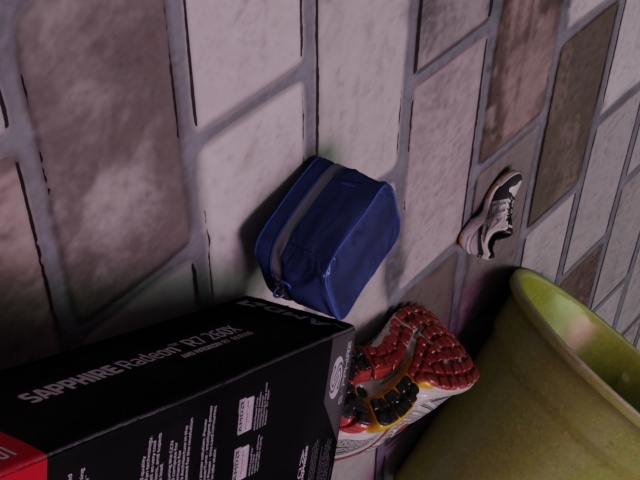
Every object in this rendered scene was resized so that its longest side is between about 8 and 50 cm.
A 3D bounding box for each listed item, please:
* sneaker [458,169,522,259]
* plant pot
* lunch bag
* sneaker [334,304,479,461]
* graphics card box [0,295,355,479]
[{"bbox_3d":[0.156,-0.020,1.051,0.083,0.037,0.032,-58,151,2],"label":"sneaker"},{"bbox_3d":[0.215,0.213,1.198,0.254,0.276,0.276,-50,155,15],"label":"plant pot"},{"bbox_3d":[0.000,0.000,0.787,0.098,0.065,0.067,-54,151,-26],"label":"lunch bag"},{"bbox_3d":[0.050,0.120,1.005,0.225,0.088,0.093,-14,152,-52],"label":"sneaker"},{"bbox_3d":[-0.106,0.172,0.660,0.371,0.094,0.233,-14,115,-63],"label":"graphics card box"}]
